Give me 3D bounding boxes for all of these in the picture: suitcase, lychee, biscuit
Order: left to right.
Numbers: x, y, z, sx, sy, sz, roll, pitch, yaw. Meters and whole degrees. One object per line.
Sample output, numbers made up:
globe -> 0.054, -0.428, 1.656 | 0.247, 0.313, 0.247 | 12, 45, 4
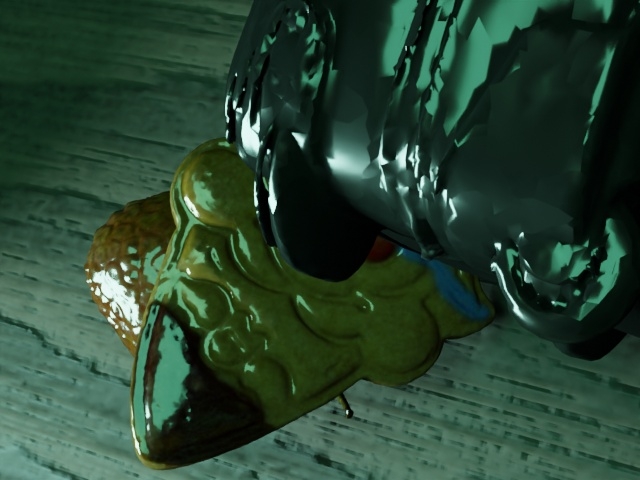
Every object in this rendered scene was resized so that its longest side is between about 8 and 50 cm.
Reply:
lychee -> -0.058, 0.033, 0.926 | 0.101, 0.140, 0.114 | -33, 28, 34
biscuit -> 0.000, 0.000, 0.870 | 0.183, 0.043, 0.280 | 41, 75, 2
suitcase -> 0.148, -0.113, 0.685 | 0.188, 0.345, 0.339 | 20, 90, 37
